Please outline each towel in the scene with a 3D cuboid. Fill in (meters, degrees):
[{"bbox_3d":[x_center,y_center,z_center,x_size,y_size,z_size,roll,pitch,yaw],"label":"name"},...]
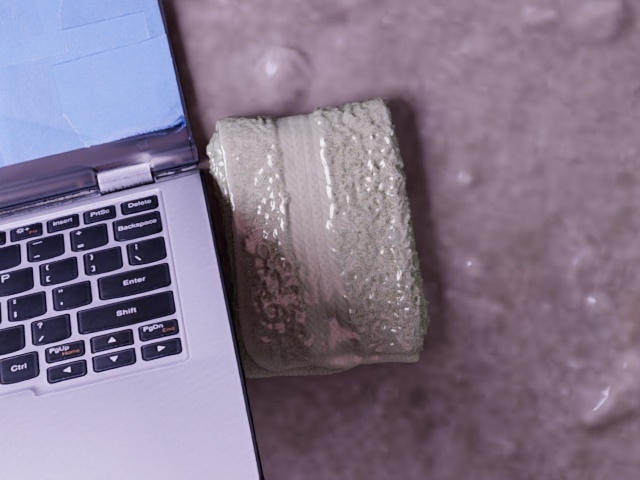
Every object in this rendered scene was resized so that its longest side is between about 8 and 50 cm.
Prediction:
[{"bbox_3d":[0.000,0.000,1.024,0.110,0.027,0.148,-8,95,-3],"label":"towel"}]

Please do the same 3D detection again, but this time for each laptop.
[{"bbox_3d":[-0.258,-0.041,0.913,0.382,0.408,0.236,-14,129,-1],"label":"laptop"}]
